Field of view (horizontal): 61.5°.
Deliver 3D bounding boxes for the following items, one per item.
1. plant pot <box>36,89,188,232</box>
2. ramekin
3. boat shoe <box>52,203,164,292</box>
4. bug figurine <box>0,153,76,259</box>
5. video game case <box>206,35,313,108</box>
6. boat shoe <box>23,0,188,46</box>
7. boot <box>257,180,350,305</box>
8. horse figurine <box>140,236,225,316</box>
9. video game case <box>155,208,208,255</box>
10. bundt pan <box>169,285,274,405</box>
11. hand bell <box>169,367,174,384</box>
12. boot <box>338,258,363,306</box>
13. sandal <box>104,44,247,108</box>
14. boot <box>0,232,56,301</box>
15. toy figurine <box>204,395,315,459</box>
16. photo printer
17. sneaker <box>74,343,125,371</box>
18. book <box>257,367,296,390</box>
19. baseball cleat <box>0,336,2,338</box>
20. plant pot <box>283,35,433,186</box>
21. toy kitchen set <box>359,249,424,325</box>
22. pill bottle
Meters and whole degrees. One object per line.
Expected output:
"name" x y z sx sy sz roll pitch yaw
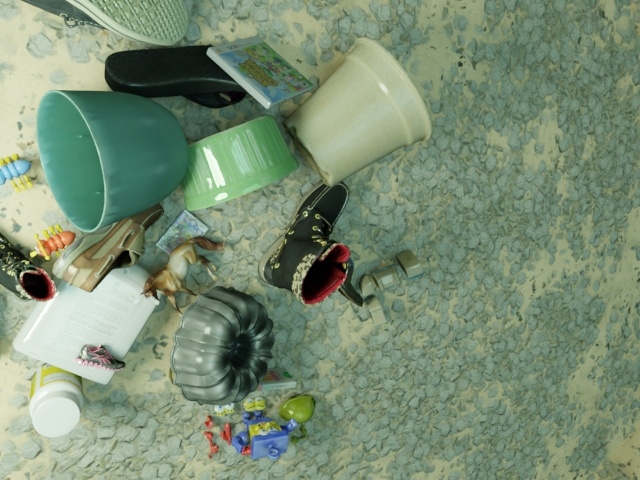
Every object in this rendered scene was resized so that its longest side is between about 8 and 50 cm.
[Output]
"plant pot" -0.438 -0.189 1.179 0.235 0.293 0.293 -23 113 -44
"ramekin" -0.219 -0.199 1.341 0.303 0.303 0.148 -26 105 -19
"boat shoe" -0.480 0.015 1.289 0.116 0.123 0.324 41 44 -2
"bug figurine" -0.619 -0.099 1.247 0.216 0.072 0.279 -33 95 -23
"video game case" -0.146 -0.428 1.352 0.212 0.023 0.193 43 43 7
"boat shoe" -0.531 -0.570 1.182 0.500 0.156 0.187 9 93 -39
"boot" 0.000 0.000 1.494 0.377 0.284 0.138 -50 118 -7
"horse figurine" -0.356 0.084 1.424 0.174 0.066 0.263 49 52 -34
"video game case" -0.376 -0.012 1.463 0.087 0.011 0.122 42 82 -27
"bundt pan" -0.240 0.293 1.453 0.330 0.124 0.331 -15 108 -55
"hand bell" -0.305 0.400 1.561 0.126 0.126 0.242 -54 131 -6
"boot" 0.085 0.113 1.679 0.106 0.082 0.219 -49 116 -5
"sandal" -0.306 -0.401 1.343 0.445 0.168 0.107 -9 148 -29
"boot" -0.702 0.047 1.215 0.085 0.178 0.236 -48 120 -33
"toy figurine" -0.146 0.600 1.604 0.362 0.217 0.191 1 101 -26
"photo printer" -0.570 0.179 1.359 0.256 0.107 0.308 32 86 -28
"sneaker" -0.533 0.285 1.318 0.119 0.047 0.057 21 80 -30
"book" -0.158 0.422 1.623 0.144 0.096 0.035 2 101 -27
"baseball cleat" -0.817 0.188 1.262 0.109 0.072 0.206 -4 98 -16
"plant pot" 0.081 -0.320 1.467 0.305 0.334 0.334 -38 116 -1
"toy kitchen set" 0.239 0.157 1.766 0.207 0.122 0.166 -21 112 1
"pill bottle" -0.644 0.382 1.313 0.119 0.208 0.119 -6 105 -24
